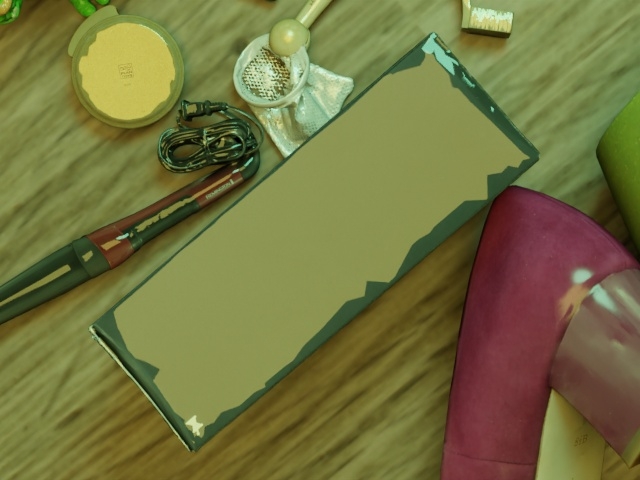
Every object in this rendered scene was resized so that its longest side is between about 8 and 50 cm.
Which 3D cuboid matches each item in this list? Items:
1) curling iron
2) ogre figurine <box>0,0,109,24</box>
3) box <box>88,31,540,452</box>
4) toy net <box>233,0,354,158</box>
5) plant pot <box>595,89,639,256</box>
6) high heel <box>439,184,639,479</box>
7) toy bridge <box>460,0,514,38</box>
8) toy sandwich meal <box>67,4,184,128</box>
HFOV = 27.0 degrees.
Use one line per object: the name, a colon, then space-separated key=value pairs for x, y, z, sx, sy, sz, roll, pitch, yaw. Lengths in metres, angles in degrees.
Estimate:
curling iron: x=-0.156 y=-0.006 z=0.917 sx=0.274 sy=0.035 sz=0.068 roll=-36 pitch=87 yaw=3
ogre figurine: x=-0.209 y=-0.189 z=0.868 sx=0.197 sy=0.118 sz=0.097 roll=14 pitch=93 yaw=2
box: x=0.000 y=0.000 z=0.838 sx=0.261 sy=0.184 sz=0.103 roll=-41 pitch=91 yaw=3
toy net: x=-0.040 y=-0.169 z=0.900 sx=0.122 sy=0.045 sz=0.232 roll=-4 pitch=93 yaw=2
plant pot: x=0.318 y=0.006 z=0.811 sx=0.275 sy=0.275 sz=0.293 roll=-41 pitch=75 yaw=3
high heel: x=0.105 y=0.154 z=0.878 sx=0.181 sy=0.127 sz=0.377 roll=49 pitch=120 yaw=34
toy bridge: x=0.110 y=-0.235 z=0.901 sx=0.063 sy=0.026 sz=0.188 roll=7 pitch=93 yaw=3
toy sandwich meal: x=-0.134 y=-0.117 z=0.915 sx=0.085 sy=0.029 sz=0.086 roll=0 pitch=95 yaw=-2
